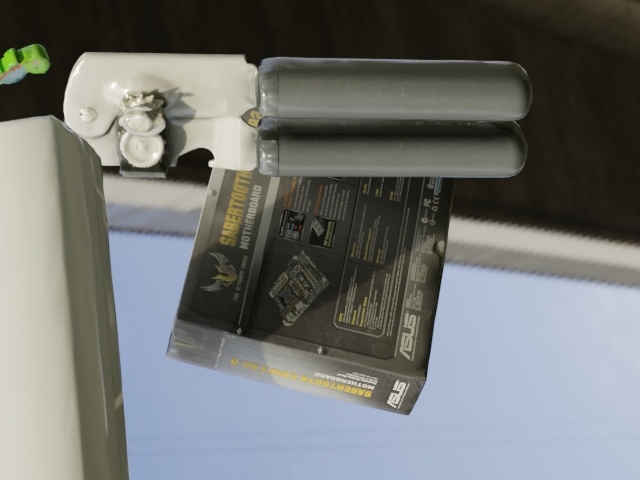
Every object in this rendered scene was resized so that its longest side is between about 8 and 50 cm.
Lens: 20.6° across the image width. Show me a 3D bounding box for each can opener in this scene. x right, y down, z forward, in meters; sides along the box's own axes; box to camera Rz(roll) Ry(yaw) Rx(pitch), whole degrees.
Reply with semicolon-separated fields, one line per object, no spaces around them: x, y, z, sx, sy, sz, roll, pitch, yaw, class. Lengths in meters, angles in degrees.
-0.016;-0.082;1.052;0.093;0.280;0.074;-85;-3;-60;can opener

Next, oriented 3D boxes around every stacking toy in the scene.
-0.292;-0.047;1.494;0.052;0.221;0.167;36;-157;-52;stacking toy

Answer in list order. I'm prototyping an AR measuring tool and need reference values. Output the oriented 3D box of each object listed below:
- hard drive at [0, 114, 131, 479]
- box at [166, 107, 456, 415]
-0.157;0.159;0.480;0.047;0.233;0.353;42;-142;-66;hard drive
0.000;0.000;1.297;0.183;0.056;0.231;13;-125;-3;box
